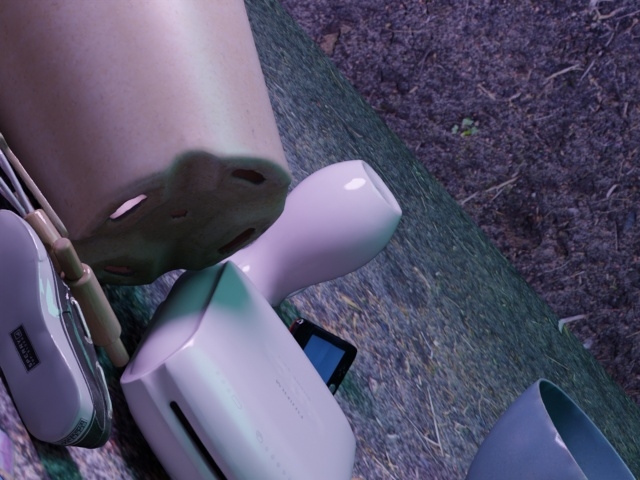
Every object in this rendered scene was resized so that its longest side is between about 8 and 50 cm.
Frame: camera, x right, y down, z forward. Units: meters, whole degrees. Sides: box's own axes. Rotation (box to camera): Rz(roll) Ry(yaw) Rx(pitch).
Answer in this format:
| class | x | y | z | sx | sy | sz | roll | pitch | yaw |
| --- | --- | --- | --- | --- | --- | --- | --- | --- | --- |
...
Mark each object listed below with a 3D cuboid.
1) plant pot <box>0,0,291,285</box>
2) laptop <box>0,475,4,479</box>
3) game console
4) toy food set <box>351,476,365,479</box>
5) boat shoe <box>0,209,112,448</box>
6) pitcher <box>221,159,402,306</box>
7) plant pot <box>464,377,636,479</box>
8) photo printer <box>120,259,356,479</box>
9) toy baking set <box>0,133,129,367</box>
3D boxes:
| class | x | y | z | sx | sy | sz | roll | pitch | yaw |
| --- | --- | --- | --- | --- | --- | --- | --- | --- | --- |
| plant pot | -0.182 | -0.137 | 1.794 | 0.334 | 0.334 | 0.305 | 30 | 34 | -60 |
| laptop | -0.220 | 0.104 | 1.178 | 0.382 | 0.408 | 0.236 | -8 | 95 | -75 |
| game console | 0.006 | 0.171 | 2.107 | 0.085 | 0.124 | 0.144 | 29 | -2 | 33 |
| toy food set | 0.056 | 0.299 | 2.072 | 0.083 | 0.020 | 0.082 | 55 | 13 | 14 |
| boat shoe | -0.233 | 0.077 | 1.551 | 0.070 | 0.078 | 0.219 | 28 | 35 | -59 |
| pitcher | 0.000 | 0.000 | 2.263 | 0.125 | 0.207 | 0.178 | 57 | 12 | 16 |
| plant pot | 0.285 | 0.347 | 2.349 | 0.290 | 0.195 | 0.290 | 49 | 14 | -16 |
| photo printer | -0.072 | 0.169 | 1.750 | 0.256 | 0.107 | 0.307 | 56 | 12 | -10 |
| toy baking set | -0.245 | 0.001 | 1.654 | 0.197 | 0.030 | 0.256 | 46 | -16 | 37 |
